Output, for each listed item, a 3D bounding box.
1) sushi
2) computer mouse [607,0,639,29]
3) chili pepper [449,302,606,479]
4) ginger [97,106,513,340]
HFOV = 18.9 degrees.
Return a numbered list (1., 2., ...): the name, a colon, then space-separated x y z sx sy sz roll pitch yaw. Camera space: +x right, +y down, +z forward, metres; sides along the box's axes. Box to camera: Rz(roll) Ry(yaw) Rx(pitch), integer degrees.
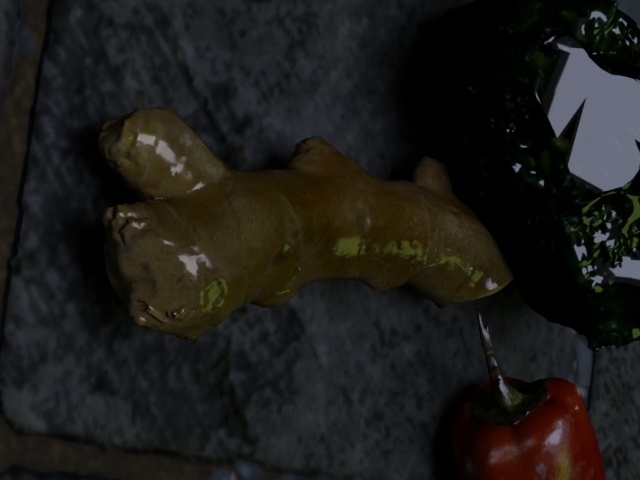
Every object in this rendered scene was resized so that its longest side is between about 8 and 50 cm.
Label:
1. sushi: 0.149 -0.044 1.136 0.124 0.127 0.225 -30 110 -13
2. computer mouse: 0.224 -0.130 1.266 0.128 0.079 0.231 9 101 -62
3. chili pepper: 0.121 0.122 1.153 0.086 0.084 0.192 -73 145 -65
4. ginger: -0.003 0.000 1.046 0.299 0.065 0.118 7 82 -47
